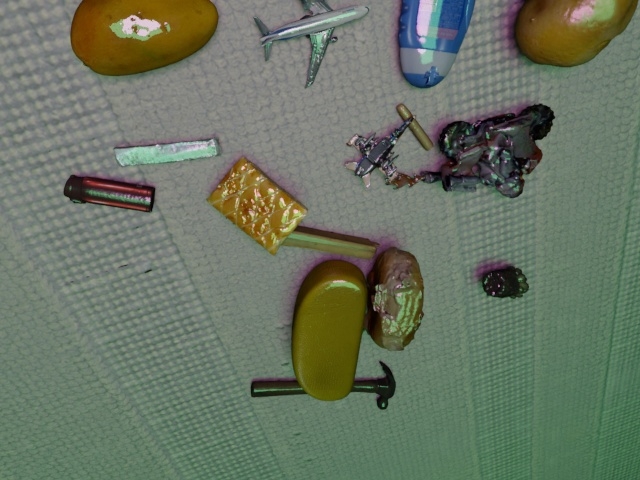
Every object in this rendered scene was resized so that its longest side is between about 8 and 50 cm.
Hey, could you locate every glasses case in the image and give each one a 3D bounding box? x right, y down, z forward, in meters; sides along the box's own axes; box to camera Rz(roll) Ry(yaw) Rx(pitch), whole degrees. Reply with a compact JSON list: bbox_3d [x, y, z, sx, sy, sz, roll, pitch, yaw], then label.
[{"bbox_3d":[0.013,0.225,1.049,0.173,0.141,0.371,4,112,-4],"label":"glasses case"}]

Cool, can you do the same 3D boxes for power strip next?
[{"bbox_3d":[0.000,0.000,0.986,0.305,0.064,0.044,11,109,-18],"label":"power strip"}]

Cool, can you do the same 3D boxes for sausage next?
[{"bbox_3d":[0.215,-0.257,0.936,0.024,0.024,0.132,-42,118,9],"label":"sausage"}]

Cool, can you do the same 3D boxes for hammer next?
[{"bbox_3d":[0.016,0.438,1.215,0.440,0.044,0.168,3,115,-15],"label":"hammer"}]

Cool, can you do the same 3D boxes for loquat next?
[{"bbox_3d":[0.499,-0.455,0.820,0.213,0.213,0.213,-5,116,-11],"label":"loquat"}]

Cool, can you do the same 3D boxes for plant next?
[{"bbox_3d":[0.512,0.120,1.143,0.143,0.092,0.094,2,154,-36],"label":"plant"}]

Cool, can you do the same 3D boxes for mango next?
[{"bbox_3d":[-0.302,-0.370,0.708,0.253,0.113,0.138,-18,119,-7],"label":"mango"}]

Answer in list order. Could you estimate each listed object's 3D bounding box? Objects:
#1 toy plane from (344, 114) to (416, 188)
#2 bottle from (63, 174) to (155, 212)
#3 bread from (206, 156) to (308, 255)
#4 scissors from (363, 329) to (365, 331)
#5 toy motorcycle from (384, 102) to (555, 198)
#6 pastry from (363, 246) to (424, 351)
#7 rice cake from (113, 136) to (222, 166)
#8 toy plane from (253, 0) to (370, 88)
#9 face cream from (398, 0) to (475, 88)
[{"bbox_3d":[0.141,-0.208,0.909,0.135,0.062,0.188,46,109,5],"label":"toy plane"},{"bbox_3d":[-0.431,-0.095,0.844,0.164,0.060,0.060,9,113,-17],"label":"bottle"},{"bbox_3d":[-0.130,-0.075,0.880,0.188,0.068,0.125,40,101,0],"label":"bread"},{"bbox_3d":[0.055,0.292,1.163,0.101,0.027,0.204,20,107,-18],"label":"scissors"},{"bbox_3d":[0.352,-0.179,0.945,0.401,0.134,0.207,-14,111,-11],"label":"toy motorcycle"},{"bbox_3d":[0.169,0.140,1.005,0.121,0.236,0.257,4,103,-2],"label":"pastry"},{"bbox_3d":[-0.310,-0.181,0.843,0.211,0.034,0.043,-8,108,-9],"label":"rice cake"},{"bbox_3d":[-0.015,-0.411,0.783,0.226,0.058,0.226,-23,131,-9],"label":"toy plane"},{"bbox_3d":[0.229,-0.441,0.815,0.149,0.083,0.264,1,115,-13],"label":"face cream"}]
